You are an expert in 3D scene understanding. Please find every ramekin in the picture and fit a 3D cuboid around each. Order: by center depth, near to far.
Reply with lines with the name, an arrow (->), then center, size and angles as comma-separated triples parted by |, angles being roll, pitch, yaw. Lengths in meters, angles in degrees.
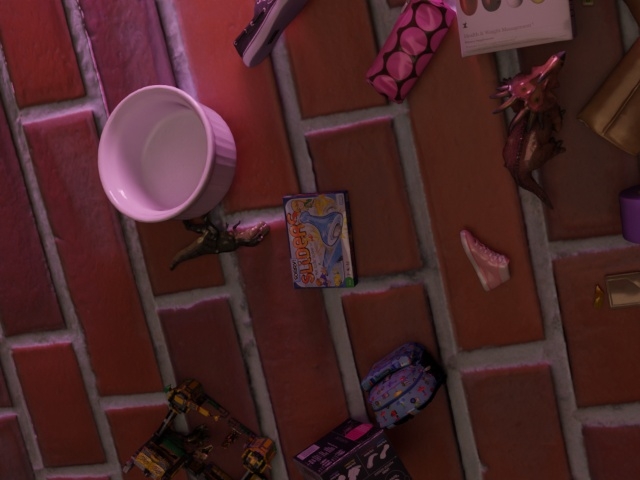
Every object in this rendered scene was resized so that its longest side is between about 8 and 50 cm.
ramekin -> -0.307, -0.170, 1.798 | 0.277, 0.135, 0.277 | -1, 87, 25

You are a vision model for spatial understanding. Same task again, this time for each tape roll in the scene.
tape roll -> 0.624, -0.053, 1.528 | 0.189, 0.189, 0.080 | -5, 103, 19

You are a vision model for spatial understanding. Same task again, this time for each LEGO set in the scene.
LEGO set -> -0.279, 0.492, 1.961 | 0.331, 0.192, 0.255 | 44, 112, 3

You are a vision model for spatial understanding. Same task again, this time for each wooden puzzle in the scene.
wooden puzzle -> 0.584, 0.096, 1.675 | 0.116, 0.014, 0.078 | -2, 107, 19

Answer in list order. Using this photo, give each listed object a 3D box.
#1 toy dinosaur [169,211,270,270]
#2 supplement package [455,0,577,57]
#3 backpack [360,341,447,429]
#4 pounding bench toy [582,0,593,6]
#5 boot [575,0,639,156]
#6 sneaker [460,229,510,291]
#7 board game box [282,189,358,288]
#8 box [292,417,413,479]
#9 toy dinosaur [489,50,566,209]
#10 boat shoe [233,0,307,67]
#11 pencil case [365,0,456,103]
toy dinosaur -> -0.245, -0.014, 1.894 | 0.268, 0.064, 0.118 | -17, 105, 24
supplement package -> 0.340, -0.443, 1.542 | 0.194, 0.149, 0.203 | -6, 103, 20
backpack -> 0.160, 0.302, 1.779 | 0.158, 0.173, 0.117 | -36, 91, 23
pounding bench toy -> 0.471, -0.455, 1.541 | 0.052, 0.065, 0.083 | -6, 102, 19
boot -> 0.541, -0.319, 1.543 | 0.236, 0.089, 0.269 | 35, 113, 7
sneaker -> 0.330, 0.030, 1.721 | 0.070, 0.051, 0.134 | -25, 98, 20
board game box -> 0.000, 0.000, 1.828 | 0.136, 0.035, 0.201 | -3, 103, 19
box -> 0.064, 0.478, 1.793 | 0.163, 0.247, 0.142 | -32, 92, -15
toy dinosaur -> 0.373, -0.191, 1.569 | 0.127, 0.200, 0.296 | 3, 105, 17
boat shoe -> -0.101, -0.444, 1.716 | 0.076, 0.080, 0.228 | 49, 132, 9
pencil case -> 0.164, -0.366, 1.653 | 0.098, 0.095, 0.209 | 20, 111, -25
